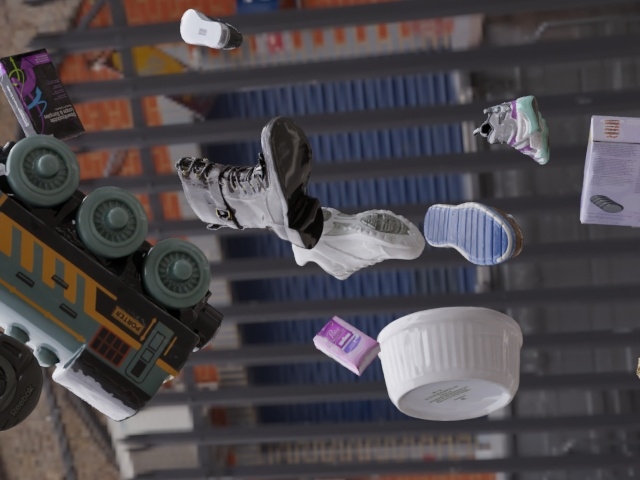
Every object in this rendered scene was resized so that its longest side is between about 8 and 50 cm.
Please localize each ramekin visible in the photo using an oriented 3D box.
[{"bbox_3d":[0.238,0.232,2.181,0.273,0.273,0.127,67,-162,-61],"label":"ramekin"}]

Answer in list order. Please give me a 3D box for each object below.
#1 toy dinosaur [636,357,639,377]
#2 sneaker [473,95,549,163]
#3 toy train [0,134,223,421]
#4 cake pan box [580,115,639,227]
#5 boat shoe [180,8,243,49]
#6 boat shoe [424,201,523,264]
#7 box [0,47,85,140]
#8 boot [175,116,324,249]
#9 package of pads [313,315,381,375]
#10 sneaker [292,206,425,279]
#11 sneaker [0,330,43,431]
[{"bbox_3d":[0.564,0.271,1.942,0.183,0.053,0.092,50,-163,13],"label":"toy dinosaur"},{"bbox_3d":[0.184,-0.105,1.169,0.098,0.069,0.038,57,-147,-52],"label":"sneaker"},{"bbox_3d":[-0.261,0.037,1.253,0.142,0.334,0.190,-28,27,57],"label":"toy train"},{"bbox_3d":[0.608,-0.117,2.154,0.246,0.267,0.070,77,-160,-55],"label":"cake pan box"},{"bbox_3d":[-0.160,-0.301,1.740,0.142,0.040,0.049,33,111,53],"label":"boat shoe"},{"bbox_3d":[0.185,-0.014,1.354,0.183,0.066,0.066,-154,66,-66],"label":"boat shoe"},{"bbox_3d":[-0.478,-0.242,2.047,0.116,0.029,0.162,-32,-82,-57],"label":"box"},{"bbox_3d":[-0.122,-0.091,1.812,0.091,0.229,0.263,-54,-33,-36],"label":"boot"},{"bbox_3d":[0.037,0.142,1.631,0.050,0.083,0.032,-46,-34,-20],"label":"package of pads"},{"bbox_3d":[0.060,0.012,1.971,0.090,0.232,0.115,-52,-36,-54],"label":"sneaker"},{"bbox_3d":[-0.376,0.092,1.029,0.130,0.286,0.109,164,128,-83],"label":"sneaker"}]
